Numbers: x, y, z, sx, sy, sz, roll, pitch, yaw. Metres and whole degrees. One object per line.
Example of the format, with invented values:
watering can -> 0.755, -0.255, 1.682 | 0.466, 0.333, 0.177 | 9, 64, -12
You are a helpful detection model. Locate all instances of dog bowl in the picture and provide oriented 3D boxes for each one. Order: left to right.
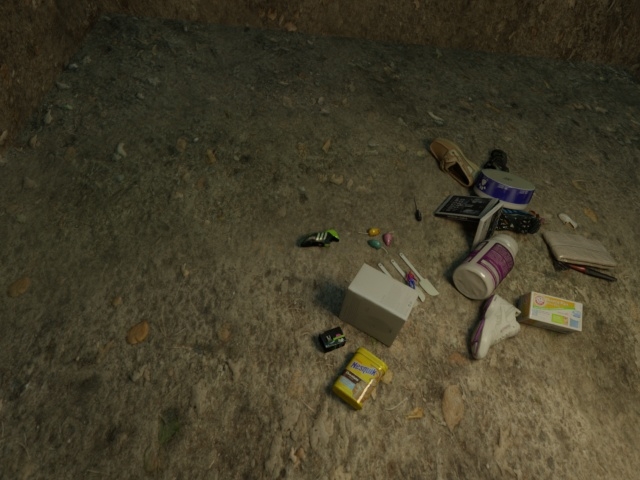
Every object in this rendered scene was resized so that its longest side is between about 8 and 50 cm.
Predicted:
dog bowl -> 0.900, -0.256, 1.980 | 0.265, 0.104, 0.265 | 10, 28, -6

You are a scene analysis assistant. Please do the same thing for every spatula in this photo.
spatula -> 0.358, 0.160, 1.682 | 0.168, 0.019, 0.242 | -23, 58, -23

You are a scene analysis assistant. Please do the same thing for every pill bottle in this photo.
pill bottle -> 0.700, 0.100, 1.685 | 0.169, 0.169, 0.301 | 41, 57, 22

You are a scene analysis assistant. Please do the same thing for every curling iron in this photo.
curling iron -> 1.180, 0.142, 1.806 | 0.274, 0.035, 0.068 | 16, 45, 6

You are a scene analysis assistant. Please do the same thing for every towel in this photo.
towel -> 1.194, 0.044, 1.858 | 0.282, 0.049, 0.187 | 8, 39, -3

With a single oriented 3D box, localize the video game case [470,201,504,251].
video game case -> 0.745, -0.058, 1.804 | 0.173, 0.190, 0.022 | -33, 51, -29

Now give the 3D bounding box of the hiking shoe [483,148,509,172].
hiking shoe -> 0.944, -0.419, 2.186 | 0.114, 0.086, 0.227 | 9, 52, -6

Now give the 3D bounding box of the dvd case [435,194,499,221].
dvd case -> 0.690, -0.154, 1.901 | 0.238, 0.029, 0.179 | 13, 43, 42

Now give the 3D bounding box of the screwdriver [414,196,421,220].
screwdriver -> 0.471, -0.157, 1.950 | 0.025, 0.024, 0.170 | -12, 46, 20

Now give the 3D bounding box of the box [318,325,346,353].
box -> 0.042, 0.359, 1.456 | 0.083, 0.052, 0.062 | -16, 56, -19

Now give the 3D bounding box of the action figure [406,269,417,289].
action figure -> 0.374, 0.167, 1.653 | 0.038, 0.030, 0.115 | 3, 46, -4

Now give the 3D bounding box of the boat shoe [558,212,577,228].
boat shoe -> 1.225, -0.094, 2.004 | 0.035, 0.035, 0.100 | -30, 68, -31

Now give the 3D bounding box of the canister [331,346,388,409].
canister -> 0.133, 0.468, 1.370 | 0.126, 0.073, 0.170 | 32, 56, 17

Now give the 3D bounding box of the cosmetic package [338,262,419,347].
cosmetic package -> 0.206, 0.236, 1.467 | 0.224, 0.224, 0.138 | 27, 53, 13

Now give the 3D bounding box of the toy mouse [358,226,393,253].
toy mouse -> 0.269, -0.004, 1.790 | 0.161, 0.031, 0.143 | -10, 54, -16

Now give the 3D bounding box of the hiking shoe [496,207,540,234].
hiking shoe -> 0.883, -0.104, 1.936 | 0.304, 0.113, 0.132 | 19, 21, 15

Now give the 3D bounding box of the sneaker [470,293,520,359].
sneaker -> 0.672, 0.336, 1.527 | 0.152, 0.114, 0.305 | 30, 54, 17

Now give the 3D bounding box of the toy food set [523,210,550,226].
toy food set -> 1.073, -0.109, 2.003 | 0.078, 0.019, 0.122 | -12, 47, -17

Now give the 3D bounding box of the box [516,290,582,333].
box -> 0.901, 0.285, 1.590 | 0.203, 0.103, 0.114 | 13, 71, 2

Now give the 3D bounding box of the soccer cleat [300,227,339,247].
soccer cleat -> 0.000, 0.000, 1.732 | 0.179, 0.060, 0.072 | -19, 58, -25

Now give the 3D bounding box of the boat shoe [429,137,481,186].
boat shoe -> 0.693, -0.417, 2.124 | 0.110, 0.121, 0.341 | -28, 62, -28
